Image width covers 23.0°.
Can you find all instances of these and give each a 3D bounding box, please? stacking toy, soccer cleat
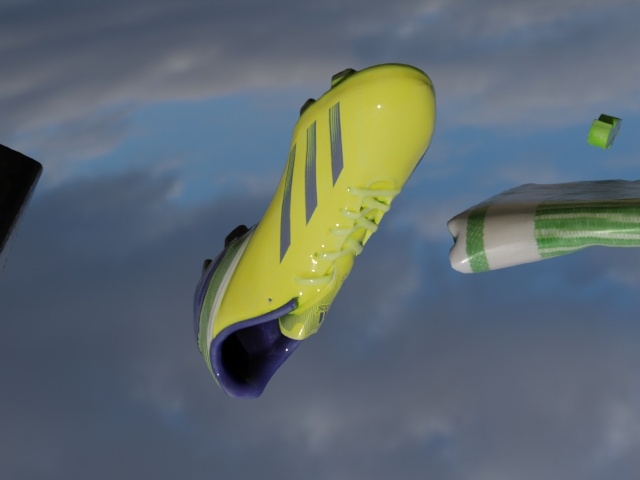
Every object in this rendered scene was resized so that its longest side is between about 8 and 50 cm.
[{"bbox_3d":[0.344,-0.125,1.356,0.167,0.052,0.221,20,-133,21],"label":"stacking toy"},{"bbox_3d":[0.001,0.001,1.061,0.093,0.289,0.121,13,-134,-26],"label":"soccer cleat"}]

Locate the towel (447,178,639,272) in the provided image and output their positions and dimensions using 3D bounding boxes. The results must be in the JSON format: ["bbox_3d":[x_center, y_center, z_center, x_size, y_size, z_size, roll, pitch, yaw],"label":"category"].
[{"bbox_3d":[0.243,-0.014,0.830,0.325,0.038,0.248,-2,-176,15],"label":"towel"}]

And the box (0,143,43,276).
[{"bbox_3d":[-0.276,0.042,1.023,0.108,0.207,0.153,24,-141,-8],"label":"box"}]
